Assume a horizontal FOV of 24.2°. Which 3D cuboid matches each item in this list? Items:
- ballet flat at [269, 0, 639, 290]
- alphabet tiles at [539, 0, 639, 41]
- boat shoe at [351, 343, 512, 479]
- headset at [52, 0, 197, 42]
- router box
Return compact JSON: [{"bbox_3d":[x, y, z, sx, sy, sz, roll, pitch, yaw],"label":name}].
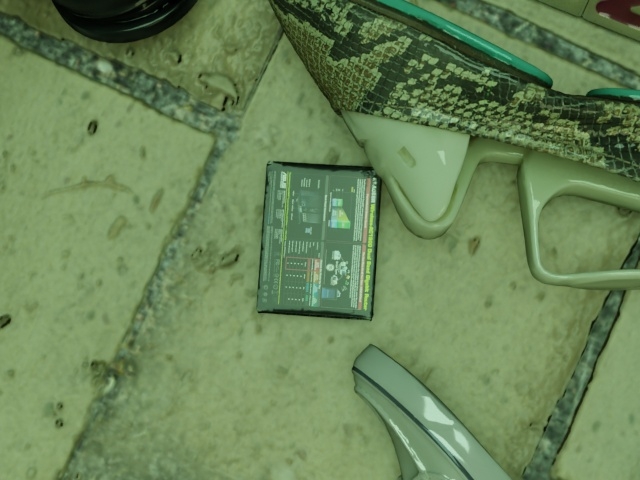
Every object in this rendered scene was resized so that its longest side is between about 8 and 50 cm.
[{"bbox_3d":[0.170,-0.062,1.119,0.483,0.164,0.182,17,90,1],"label":"ballet flat"},{"bbox_3d":[0.246,-0.287,1.112,0.343,0.011,0.285,23,127,4],"label":"alphabet tiles"},{"bbox_3d":[0.102,0.201,1.141,0.088,0.096,0.267,-40,94,-4],"label":"boat shoe"},{"bbox_3d":[-0.208,-0.251,1.129,0.394,0.243,0.185,-46,60,17],"label":"headset"},{"bbox_3d":[0.000,0.000,1.181,0.092,0.038,0.122,4,87,4],"label":"router box"}]
